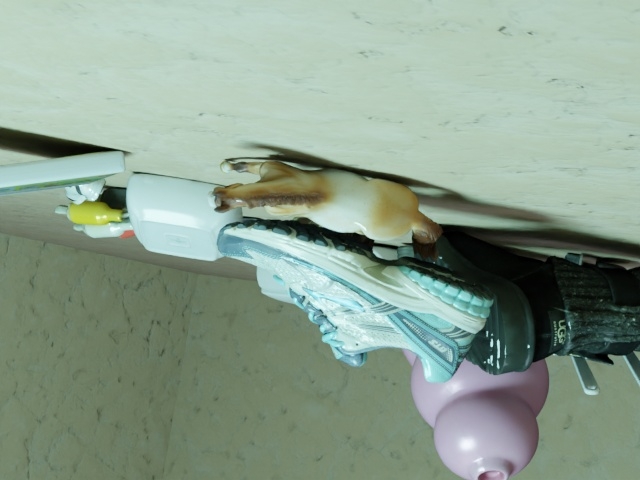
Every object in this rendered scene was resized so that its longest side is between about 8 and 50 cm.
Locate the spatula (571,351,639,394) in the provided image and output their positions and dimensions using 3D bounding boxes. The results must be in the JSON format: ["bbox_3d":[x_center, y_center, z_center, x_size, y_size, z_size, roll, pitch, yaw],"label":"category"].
[{"bbox_3d":[0.356,0.138,1.459,0.168,0.019,0.242,-1,-165,4],"label":"spatula"}]

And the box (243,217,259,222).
[{"bbox_3d":[-0.095,-0.012,1.906,0.116,0.029,0.162,6,173,37],"label":"box"}]

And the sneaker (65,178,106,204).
[{"bbox_3d":[-0.306,-0.073,1.585,0.044,0.040,0.109,29,164,-22],"label":"sneaker"}]

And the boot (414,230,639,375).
[{"bbox_3d":[0.270,0.062,1.471,0.260,0.131,0.348,-8,-161,-15],"label":"boot"}]

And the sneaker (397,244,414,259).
[{"bbox_3d":[0.215,0.085,1.852,0.228,0.130,0.087,9,178,-16],"label":"sneaker"}]

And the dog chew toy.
[{"bbox_3d":[0.204,0.167,1.628,0.207,0.332,0.206,0,137,0],"label":"dog chew toy"}]

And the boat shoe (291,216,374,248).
[{"bbox_3d":[-0.002,0.008,1.579,0.095,0.095,0.257,15,177,13],"label":"boat shoe"}]

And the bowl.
[{"bbox_3d":[-0.169,-0.022,1.523,0.142,0.053,0.142,10,155,3],"label":"bowl"}]

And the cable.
[{"bbox_3d":[-0.221,-0.028,1.676,0.287,0.072,0.139,5,170,44],"label":"cable"}]

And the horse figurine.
[{"bbox_3d":[0.012,-0.035,1.192,0.263,0.066,0.174,13,-179,-16],"label":"horse figurine"}]

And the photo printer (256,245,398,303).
[{"bbox_3d":[0.087,0.069,2.035,0.256,0.107,0.307,13,173,-42],"label":"photo printer"}]

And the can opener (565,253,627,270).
[{"bbox_3d":[0.355,0.067,1.676,0.095,0.076,0.283,9,177,10],"label":"can opener"}]

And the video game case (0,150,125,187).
[{"bbox_3d":[-0.343,-0.065,1.360,0.227,0.026,0.206,-8,-178,-20],"label":"video game case"}]

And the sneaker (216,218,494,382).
[{"bbox_3d":[0.021,0.061,1.246,0.283,0.122,0.110,19,-173,8],"label":"sneaker"}]
